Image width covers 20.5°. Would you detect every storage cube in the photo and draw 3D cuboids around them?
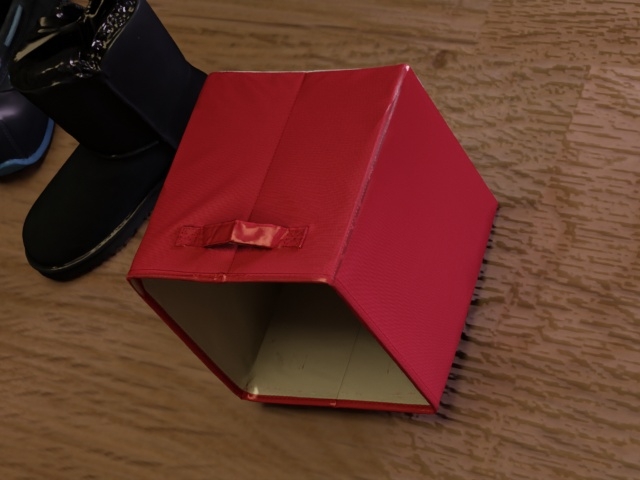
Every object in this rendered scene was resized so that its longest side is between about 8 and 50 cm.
[{"bbox_3d":[0.000,0.000,1.341,0.183,0.215,0.193,1,58,32],"label":"storage cube"}]

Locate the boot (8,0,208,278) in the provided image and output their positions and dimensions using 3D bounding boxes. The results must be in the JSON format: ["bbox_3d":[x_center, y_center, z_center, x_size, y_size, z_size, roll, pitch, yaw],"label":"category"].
[{"bbox_3d":[-0.207,-0.096,1.518,0.246,0.207,0.094,-39,51,7],"label":"boot"}]

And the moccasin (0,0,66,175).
[{"bbox_3d":[-0.316,-0.227,1.715,0.137,0.117,0.342,-25,54,17],"label":"moccasin"}]
